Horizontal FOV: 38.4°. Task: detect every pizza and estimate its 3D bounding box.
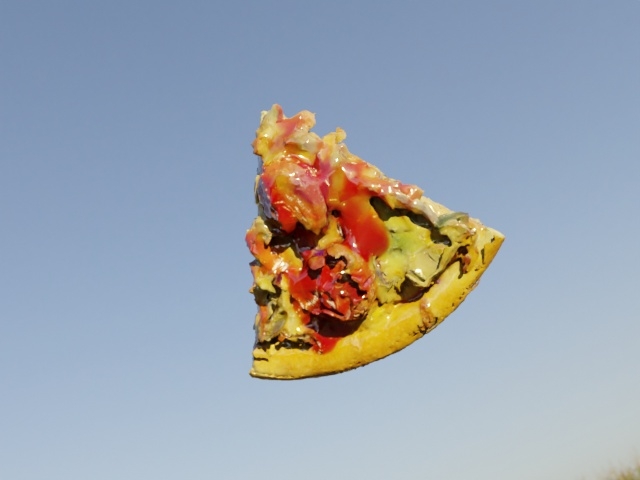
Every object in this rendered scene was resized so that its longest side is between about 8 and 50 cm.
[{"bbox_3d":[0.000,0.000,0.632,0.201,0.193,0.053,-38,1,11],"label":"pizza"}]
